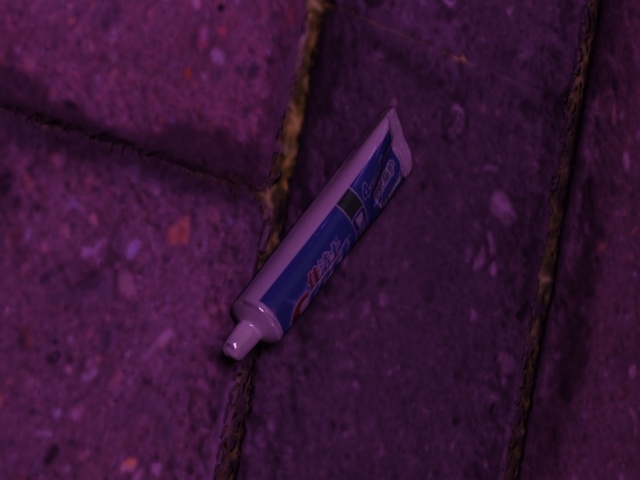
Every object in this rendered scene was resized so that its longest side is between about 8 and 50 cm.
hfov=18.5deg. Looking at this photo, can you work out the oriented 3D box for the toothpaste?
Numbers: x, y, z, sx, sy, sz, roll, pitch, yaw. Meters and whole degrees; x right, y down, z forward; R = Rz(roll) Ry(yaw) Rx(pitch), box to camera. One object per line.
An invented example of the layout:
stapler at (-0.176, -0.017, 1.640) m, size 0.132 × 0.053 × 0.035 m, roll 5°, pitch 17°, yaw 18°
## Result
toothpaste at (0.000, 0.000, 1.199) m, size 0.197 × 0.034 × 0.057 m, roll -52°, pitch 138°, yaw -29°
